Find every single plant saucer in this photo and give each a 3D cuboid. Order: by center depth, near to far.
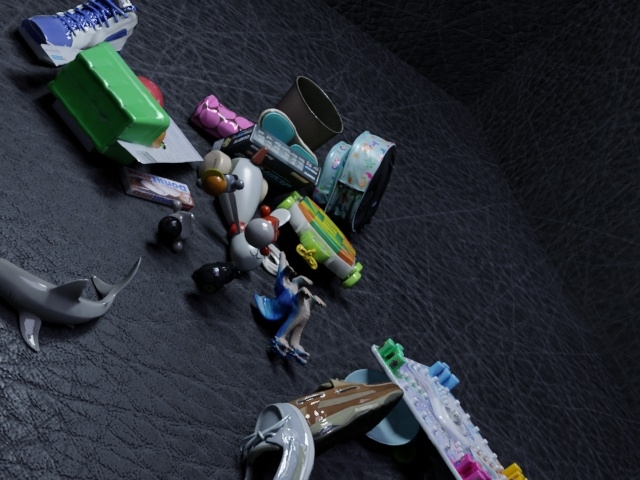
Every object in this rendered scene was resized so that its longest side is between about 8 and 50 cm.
[{"bbox_3d":[0.125,0.370,1.959,0.195,0.037,0.195,19,40,-17],"label":"plant saucer"}]

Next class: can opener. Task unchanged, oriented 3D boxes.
[{"bbox_3d":[0.296,0.489,2.034,0.076,0.095,0.283,48,25,-2],"label":"can opener"}]

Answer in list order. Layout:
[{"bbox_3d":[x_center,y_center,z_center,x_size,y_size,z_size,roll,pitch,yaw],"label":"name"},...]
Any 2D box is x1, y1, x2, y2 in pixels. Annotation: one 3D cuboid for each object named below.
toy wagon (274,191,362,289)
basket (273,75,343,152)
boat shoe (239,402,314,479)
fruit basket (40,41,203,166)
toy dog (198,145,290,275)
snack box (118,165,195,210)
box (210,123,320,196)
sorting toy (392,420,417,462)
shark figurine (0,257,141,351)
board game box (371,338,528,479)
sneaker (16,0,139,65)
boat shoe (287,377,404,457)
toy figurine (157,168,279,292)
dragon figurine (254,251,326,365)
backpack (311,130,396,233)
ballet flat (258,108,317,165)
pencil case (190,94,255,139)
[{"bbox_3d":[0.000,0.000,2.211,0.267,0.068,0.344,48,8,-4],"label":"toy wagon"},{"bbox_3d":[-0.078,-0.289,2.383,0.154,0.227,0.204,20,38,-46],"label":"basket"},{"bbox_3d":[-0.087,0.398,1.527,0.103,0.118,0.320,40,33,-28],"label":"boat shoe"},{"bbox_3d":[-0.426,-0.285,1.956,0.327,0.165,0.353,51,9,3],"label":"fruit basket"},{"bbox_3d":[-0.155,-0.092,2.056,0.220,0.161,0.333,9,45,-53],"label":"toy dog"},{"bbox_3d":[-0.351,-0.111,1.929,0.178,0.022,0.064,16,39,-49],"label":"snack box"},{"bbox_3d":[-0.137,-0.193,2.217,0.220,0.175,0.051,32,62,-33],"label":"box"},{"bbox_3d":[0.183,0.448,1.977,0.042,0.061,0.102,85,-5,-54],"label":"sorting toy"},{"bbox_3d":[-0.399,0.087,1.470,0.278,0.116,0.166,10,47,-51],"label":"shark figurine"},{"bbox_3d":[0.309,0.413,2.060,0.390,0.050,0.390,56,14,30],"label":"board game box"},{"bbox_3d":[-0.520,-0.497,2.019,0.127,0.182,0.315,51,25,8],"label":"sneaker"},{"bbox_3d":[0.045,0.330,1.803,0.324,0.122,0.120,-9,51,-52],"label":"boat shoe"},{"bbox_3d":[-0.206,-0.023,1.813,0.209,0.213,0.148,50,11,1],"label":"toy figurine"},{"bbox_3d":[-0.083,0.136,1.922,0.085,0.144,0.289,36,14,-46],"label":"dragon figurine"},{"bbox_3d":[0.102,-0.179,2.493,0.191,0.253,0.225,30,25,8],"label":"backpack"},{"bbox_3d":[-0.092,-0.252,2.238,0.248,0.086,0.086,53,15,-45],"label":"ballet flat"},{"bbox_3d":[-0.220,-0.291,2.277,0.209,0.095,0.098,31,64,-11],"label":"pencil case"}]
